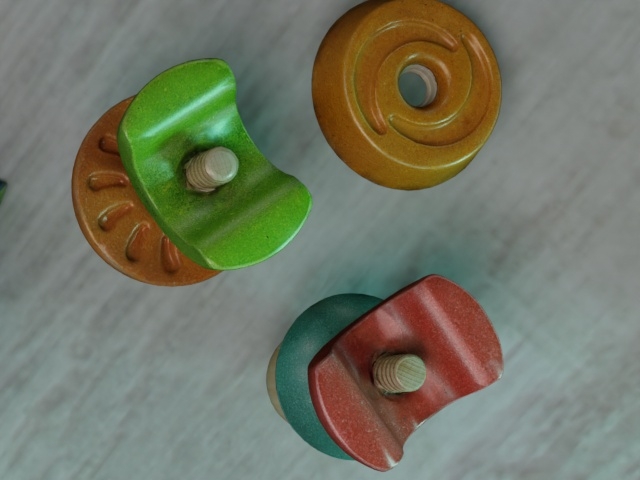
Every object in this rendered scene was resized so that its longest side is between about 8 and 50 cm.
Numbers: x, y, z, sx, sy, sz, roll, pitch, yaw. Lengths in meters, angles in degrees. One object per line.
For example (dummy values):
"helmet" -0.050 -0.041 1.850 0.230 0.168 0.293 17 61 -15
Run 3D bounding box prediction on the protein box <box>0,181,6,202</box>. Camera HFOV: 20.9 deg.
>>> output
"protein box" -0.306 0.020 0.913 0.201 0.200 0.136 23 114 0

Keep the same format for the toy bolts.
"toy bolts" 0.000 0.000 0.918 0.218 0.158 0.228 -31 95 -22
